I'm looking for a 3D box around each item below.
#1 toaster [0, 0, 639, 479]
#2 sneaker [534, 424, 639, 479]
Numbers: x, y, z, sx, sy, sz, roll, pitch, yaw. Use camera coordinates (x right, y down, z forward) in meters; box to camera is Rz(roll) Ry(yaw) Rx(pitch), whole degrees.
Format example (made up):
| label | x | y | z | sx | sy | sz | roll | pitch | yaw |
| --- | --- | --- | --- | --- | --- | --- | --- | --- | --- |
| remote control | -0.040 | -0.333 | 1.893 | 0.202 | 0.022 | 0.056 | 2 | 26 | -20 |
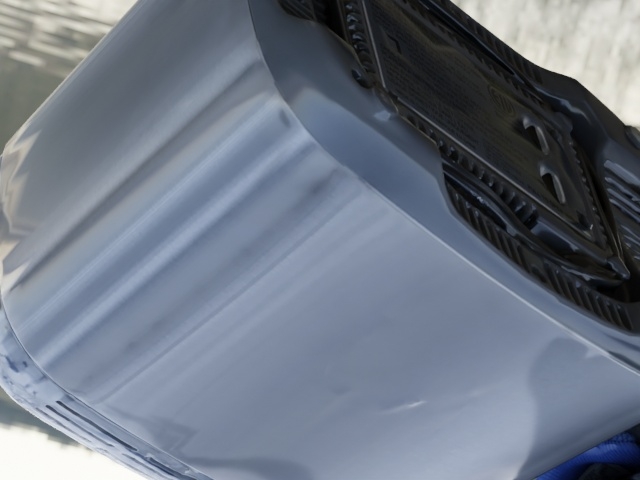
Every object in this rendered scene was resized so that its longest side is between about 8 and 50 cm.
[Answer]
| label | x | y | z | sx | sy | sz | roll | pitch | yaw |
| --- | --- | --- | --- | --- | --- | --- | --- | --- | --- |
| toaster | 0.000 | 0.000 | 0.477 | 0.227 | 0.146 | 0.129 | 32 | -149 | -35 |
| sneaker | 0.110 | 0.090 | 0.534 | 0.087 | 0.083 | 0.221 | 35 | 180 | -6 |
